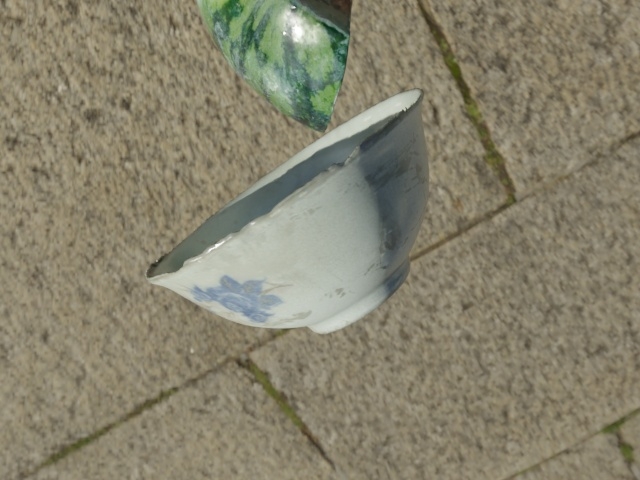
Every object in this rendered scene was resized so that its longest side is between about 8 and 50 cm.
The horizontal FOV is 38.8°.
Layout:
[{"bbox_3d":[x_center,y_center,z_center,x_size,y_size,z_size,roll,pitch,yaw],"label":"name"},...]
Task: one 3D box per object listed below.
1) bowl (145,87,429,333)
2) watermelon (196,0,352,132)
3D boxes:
[{"bbox_3d":[0.000,0.000,0.867,0.313,0.313,0.146,-32,100,8],"label":"bowl"},{"bbox_3d":[-0.022,-0.294,1.188,0.201,0.261,0.213,-36,172,-21],"label":"watermelon"}]
